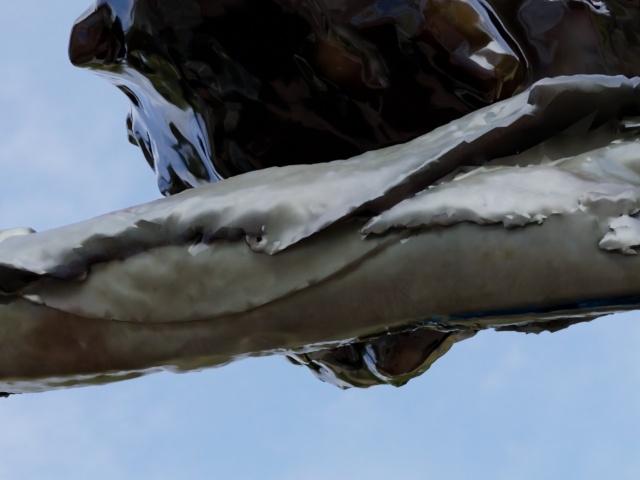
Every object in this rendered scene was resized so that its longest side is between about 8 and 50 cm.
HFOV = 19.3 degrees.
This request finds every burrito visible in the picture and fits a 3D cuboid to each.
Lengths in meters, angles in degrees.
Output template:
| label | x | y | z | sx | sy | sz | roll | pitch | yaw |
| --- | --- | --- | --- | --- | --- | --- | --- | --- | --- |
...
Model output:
| label | x | y | z | sx | sy | sz | roll | pitch | yaw |
| --- | --- | --- | --- | --- | --- | --- | --- | --- | --- |
| burrito | 0.001 | 0.002 | 0.334 | 0.171 | 0.042 | 0.051 | -12 | 10 | 15 |

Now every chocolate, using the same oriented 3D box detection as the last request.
| label | x | y | z | sx | sy | sz | roll | pitch | yaw |
| --- | --- | --- | --- | --- | --- | --- | --- | --- | --- |
| chocolate | 0.002 | -0.062 | 0.430 | 0.156 | 0.156 | 0.133 | -35 | -57 | 17 |
